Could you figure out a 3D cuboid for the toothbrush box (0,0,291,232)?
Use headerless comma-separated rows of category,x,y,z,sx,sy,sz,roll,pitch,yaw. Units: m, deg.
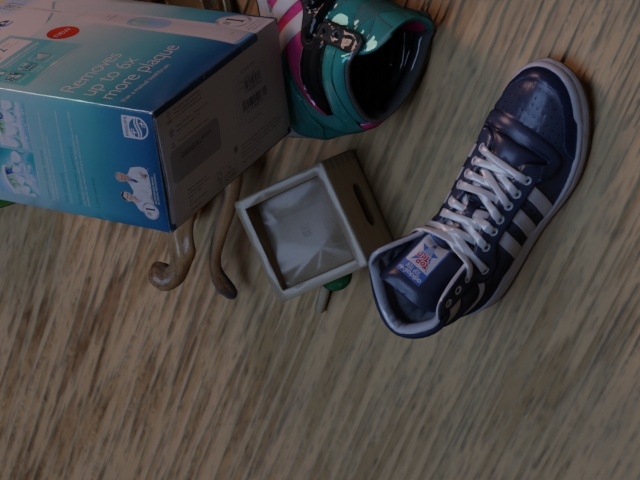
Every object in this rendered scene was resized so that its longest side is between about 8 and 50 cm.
toothbrush box,-0.209,-0.129,1.766,0.296,0.216,0.126,10,123,29

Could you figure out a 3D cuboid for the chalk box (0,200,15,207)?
chalk box,-0.414,-0.120,2.174,0.132,0.132,0.213,-43,75,42

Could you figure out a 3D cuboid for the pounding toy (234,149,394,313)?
pounding toy,0.000,0.000,1.892,0.130,0.100,0.141,-24,92,30

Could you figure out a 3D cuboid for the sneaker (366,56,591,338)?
sneaker,0.138,-0.028,1.705,0.099,0.153,0.282,39,127,24

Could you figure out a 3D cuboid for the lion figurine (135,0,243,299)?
lion figurine,-0.178,-0.139,1.976,0.392,0.142,0.240,43,125,6

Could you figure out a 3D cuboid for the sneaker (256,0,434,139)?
sneaker,0.014,-0.227,1.758,0.178,0.124,0.295,11,120,44

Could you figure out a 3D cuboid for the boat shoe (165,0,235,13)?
boat shoe,-0.145,-0.263,1.923,0.068,0.072,0.190,-19,93,44
